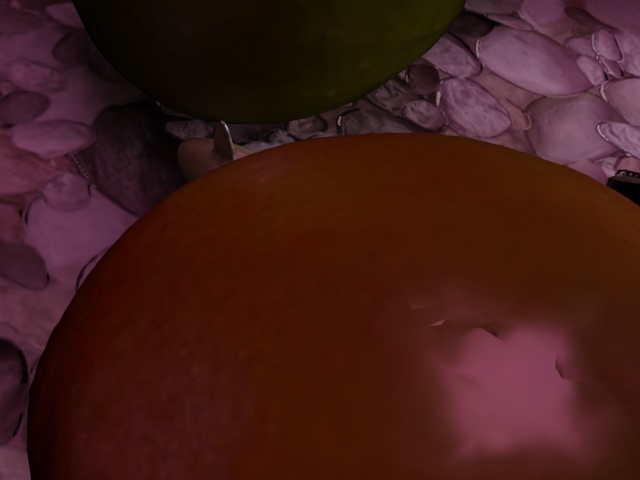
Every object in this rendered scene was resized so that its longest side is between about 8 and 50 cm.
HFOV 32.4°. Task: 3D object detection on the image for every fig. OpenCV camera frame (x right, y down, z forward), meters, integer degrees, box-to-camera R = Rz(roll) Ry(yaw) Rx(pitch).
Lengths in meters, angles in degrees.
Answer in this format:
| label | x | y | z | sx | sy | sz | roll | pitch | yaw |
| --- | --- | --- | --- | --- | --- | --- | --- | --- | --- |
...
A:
| label | x | y | z | sx | sy | sz | roll | pitch | yaw |
| --- | --- | --- | --- | --- | --- | --- | --- | --- | --- |
| fig | -0.023 | -0.225 | 0.772 | 0.316 | 0.316 | 0.316 | 8 | 44 | -8 |

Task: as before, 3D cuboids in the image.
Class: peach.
| label | x | y | z | sx | sy | sz | roll | pitch | yaw |
| --- | --- | --- | --- | --- | --- | --- | --- | --- | --- |
| peach | 0.027 | 0.100 | 0.463 | 0.332 | 0.308 | 0.308 | 16 | 41 | 25 |

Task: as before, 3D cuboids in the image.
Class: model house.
| label | x | y | z | sx | sy | sz | roll | pitch | yaw |
| --- | --- | --- | --- | --- | --- | --- | --- | --- | --- |
| model house | 0.251 | -0.017 | 0.810 | 0.083 | 0.057 | 0.058 | 14 | 13 | 25 |

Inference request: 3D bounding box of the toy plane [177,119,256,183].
| label | x | y | z | sx | sy | sz | roll | pitch | yaw |
| --- | --- | --- | --- | --- | --- | --- | --- | --- | --- |
| toy plane | 0.000 | 0.000 | 0.687 | 0.244 | 0.092 | 0.229 | 38 | 62 | 17 |
